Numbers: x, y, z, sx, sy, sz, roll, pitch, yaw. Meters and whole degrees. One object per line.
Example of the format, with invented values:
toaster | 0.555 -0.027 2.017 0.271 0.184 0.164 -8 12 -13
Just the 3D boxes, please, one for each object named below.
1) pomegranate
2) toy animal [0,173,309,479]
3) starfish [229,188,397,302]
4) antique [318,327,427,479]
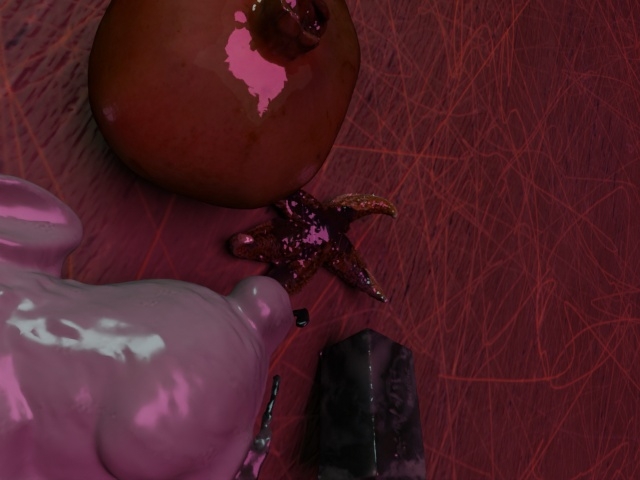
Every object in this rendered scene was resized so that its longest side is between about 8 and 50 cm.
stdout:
pomegranate | -0.074 -0.155 0.459 0.229 0.270 0.252 35 67 -20
toy animal | -0.204 0.074 0.386 0.357 0.193 0.258 39 62 -25
starfish | -0.001 0.000 0.631 0.238 0.071 0.216 -32 109 -25
antique | 0.057 0.208 0.587 0.088 0.086 0.183 31 41 -31
